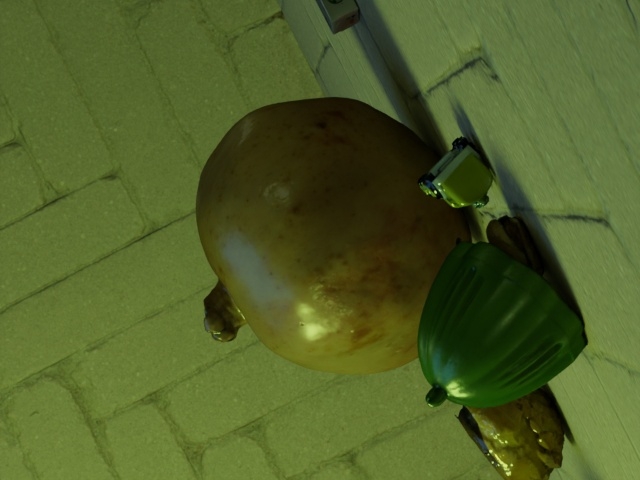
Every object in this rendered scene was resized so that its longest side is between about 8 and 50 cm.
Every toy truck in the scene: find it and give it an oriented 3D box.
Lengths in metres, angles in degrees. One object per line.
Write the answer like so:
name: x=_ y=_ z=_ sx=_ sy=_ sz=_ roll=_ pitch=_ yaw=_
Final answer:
toy truck: x=0.162 y=-0.068 z=1.861 sx=0.077 sy=0.076 sz=0.111 roll=43 pitch=180 yaw=-1

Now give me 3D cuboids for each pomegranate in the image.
pomegranate: x=0.000 y=0.000 z=2.246 sx=0.411 sy=0.411 sz=0.411 roll=63 pitch=179 yaw=2

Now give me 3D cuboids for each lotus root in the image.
lotus root: x=0.169 y=0.116 z=1.764 sx=0.186 sy=0.186 sz=0.186 roll=63 pitch=179 yaw=2

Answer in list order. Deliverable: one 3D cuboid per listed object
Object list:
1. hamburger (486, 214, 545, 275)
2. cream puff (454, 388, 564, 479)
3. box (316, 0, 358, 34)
hamburger: x=0.215 y=0.012 z=1.801 sx=0.076 sy=0.044 sz=0.083 roll=-146 pitch=31 yaw=-81
cream puff: x=0.286 y=0.271 z=2.386 sx=0.189 sy=0.129 sz=0.189 roll=54 pitch=180 yaw=0
box: x=0.009 y=-0.364 z=2.319 sx=0.125 sy=0.043 sz=0.089 roll=63 pitch=179 yaw=4
